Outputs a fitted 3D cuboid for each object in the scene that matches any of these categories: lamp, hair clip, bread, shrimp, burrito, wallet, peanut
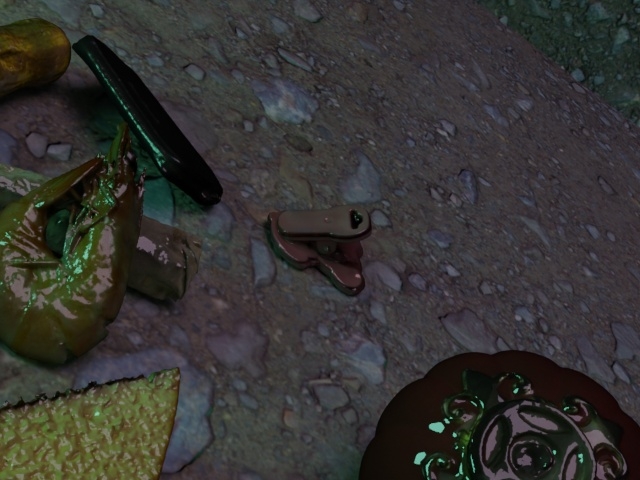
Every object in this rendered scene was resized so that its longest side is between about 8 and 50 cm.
[{"bbox_3d":[0.187,0.257,0.928,0.303,0.257,0.303,0,57,0],"label":"lamp"},{"bbox_3d":[-0.001,0.009,1.264,0.138,0.102,0.123,-5,42,-6],"label":"hair clip"},{"bbox_3d":[-0.205,0.195,0.740,0.260,0.129,0.134,-11,65,-50],"label":"bread"},{"bbox_3d":[-0.246,-0.009,0.930,0.145,0.061,0.267,24,68,-11],"label":"shrimp"},{"bbox_3d":[-0.259,-0.016,0.991,0.275,0.059,0.082,24,67,-20],"label":"burrito"},{"bbox_3d":[-0.215,-0.149,1.176,0.250,0.044,0.149,53,4,20],"label":"wallet"},{"bbox_3d":[-0.376,-0.214,1.103,0.087,0.087,0.206,43,30,5],"label":"peanut"}]
